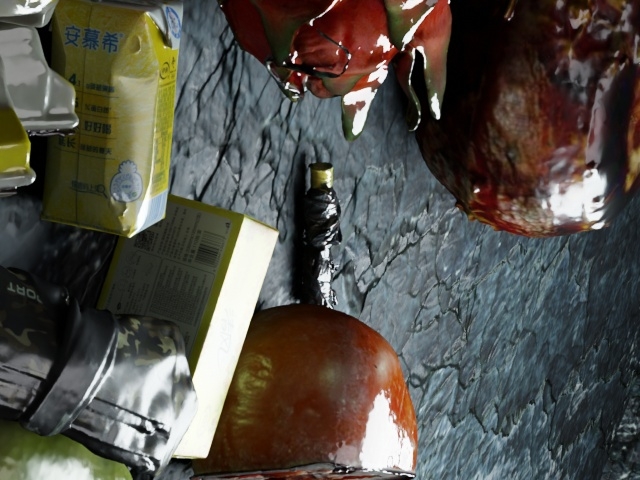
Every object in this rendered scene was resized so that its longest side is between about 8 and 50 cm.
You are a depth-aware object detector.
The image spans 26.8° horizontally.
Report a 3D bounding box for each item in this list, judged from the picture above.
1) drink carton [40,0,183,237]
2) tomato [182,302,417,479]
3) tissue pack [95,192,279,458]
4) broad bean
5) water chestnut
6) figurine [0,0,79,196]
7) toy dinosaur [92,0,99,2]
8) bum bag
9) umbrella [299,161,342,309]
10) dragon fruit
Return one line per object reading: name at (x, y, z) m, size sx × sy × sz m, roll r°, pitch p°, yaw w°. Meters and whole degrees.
drink carton at (-0.128, -0.107, 0.842) m, size 0.074 × 0.084 × 0.200 m, roll -37°, pitch 136°, yaw -65°
tomato at (-0.012, 0.132, 1.140) m, size 0.214 × 0.180 × 0.155 m, roll 42°, pitch 49°, yaw -70°
tissue pack at (-0.106, 0.058, 0.961) m, size 0.062 × 0.095 × 0.176 m, roll 23°, pitch 83°, yaw -65°
broad bean at (-0.193, 0.176, 0.888) m, size 0.174 × 0.082 × 0.124 m, roll 29°, pitch 76°, yaw -53°
water chestnut at (0.258, -0.159, 1.320) m, size 0.350 × 0.302 × 0.350 m, roll -48°, pitch 146°, yaw -49°
figurine at (-0.174, -0.175, 0.638) m, size 0.308 × 0.143 × 0.308 m, roll 179°, pitch -90°, yaw -75°
toy dinosaur at (-0.111, -0.180, 0.738) m, size 0.220 × 0.032 × 0.108 m, roll -131°, pitch -140°, yaw -67°
bum bag at (-0.168, 0.074, 0.827) m, size 0.248 × 0.069 × 0.102 m, roll 28°, pitch 75°, yaw -47°
umbrella at (0.000, 0.000, 1.202) m, size 0.037 × 0.040 × 0.144 m, roll -27°, pitch 127°, yaw -45°
dragon fruit at (0.015, -0.194, 0.960) m, size 0.193 × 0.192 × 0.274 m, roll -15°, pitch 128°, yaw -36°
